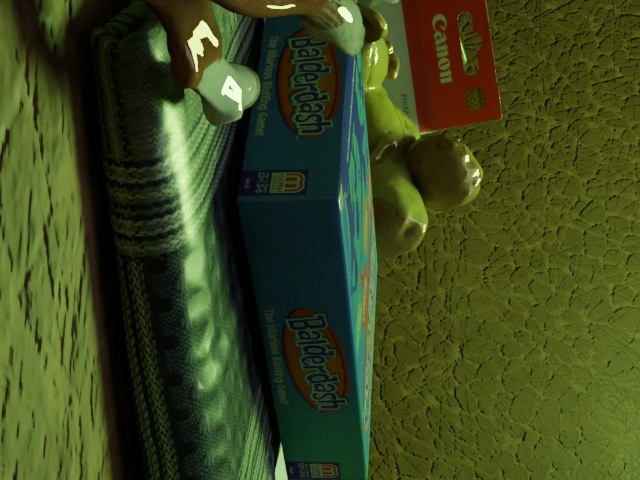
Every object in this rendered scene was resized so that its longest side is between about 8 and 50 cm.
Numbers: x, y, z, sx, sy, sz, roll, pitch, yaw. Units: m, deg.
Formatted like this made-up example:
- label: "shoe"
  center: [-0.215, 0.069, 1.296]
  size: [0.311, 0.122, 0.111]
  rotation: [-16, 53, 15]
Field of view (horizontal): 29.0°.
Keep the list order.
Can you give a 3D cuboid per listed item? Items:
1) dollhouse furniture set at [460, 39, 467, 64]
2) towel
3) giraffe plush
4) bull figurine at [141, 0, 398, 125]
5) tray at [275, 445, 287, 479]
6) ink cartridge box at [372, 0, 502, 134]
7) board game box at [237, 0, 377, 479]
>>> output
- label: "dollhouse furniture set"
  center: [0.010, -0.302, 1.270]
  size: [0.301, 0.151, 0.197]
  rotation: [66, -5, -36]
- label: "towel"
  center: [-0.053, -0.010, 0.626]
  size: [0.324, 0.056, 0.312]
  rotation: [-78, 165, -61]
- label: "giraffe plush"
  center: [0.022, -0.100, 0.955]
  size: [0.210, 0.181, 0.170]
  rotation: [-51, 123, -47]
- label: "bull figurine"
  center: [-0.027, -0.194, 0.407]
  size: [0.188, 0.101, 0.310]
  rotation: [57, 35, -62]
- label: "tray"
  center: [-0.025, 0.146, 0.949]
  size: [0.270, 0.030, 0.145]
  rotation: [-84, 156, -52]
- label: "ink cartridge box"
  center: [0.057, -0.159, 1.071]
  size: [0.045, 0.179, 0.145]
  rotation: [-5, 87, -65]
- label: "board game box"
  center: [0.000, 0.000, 0.636]
  size: [0.210, 0.047, 0.160]
  rotation: [84, 8, -46]
